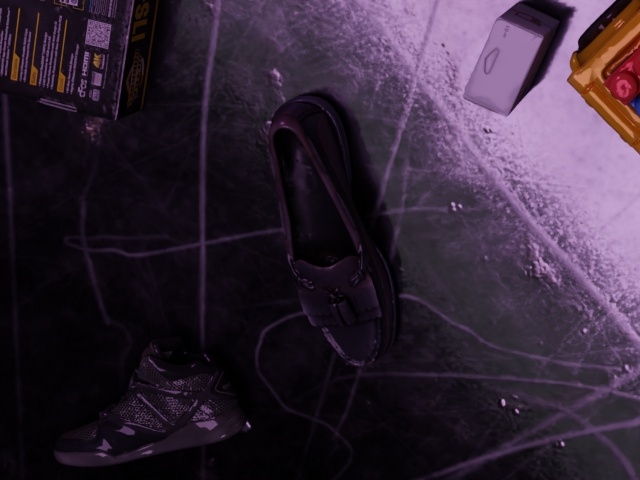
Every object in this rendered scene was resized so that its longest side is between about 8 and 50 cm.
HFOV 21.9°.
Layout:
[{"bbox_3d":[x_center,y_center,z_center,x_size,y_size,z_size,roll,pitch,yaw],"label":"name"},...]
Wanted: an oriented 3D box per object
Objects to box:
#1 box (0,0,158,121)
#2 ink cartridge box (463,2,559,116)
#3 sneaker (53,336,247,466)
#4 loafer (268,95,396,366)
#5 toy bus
[{"bbox_3d":[-0.298,-0.312,1.773,0.257,0.079,0.322,15,108,15],"label":"box"},{"bbox_3d":[0.190,-0.180,1.635,0.052,0.122,0.088,26,110,9],"label":"ink cartridge box"},{"bbox_3d":[-0.207,0.181,1.874,0.228,0.087,0.130,-16,97,17],"label":"sneaker"},{"bbox_3d":[0.000,0.000,1.755,0.109,0.095,0.302,-12,101,19],"label":"loafer"},{"bbox_3d":[0.338,-0.184,1.544,0.149,0.211,0.220,46,110,2],"label":"toy bus"}]
